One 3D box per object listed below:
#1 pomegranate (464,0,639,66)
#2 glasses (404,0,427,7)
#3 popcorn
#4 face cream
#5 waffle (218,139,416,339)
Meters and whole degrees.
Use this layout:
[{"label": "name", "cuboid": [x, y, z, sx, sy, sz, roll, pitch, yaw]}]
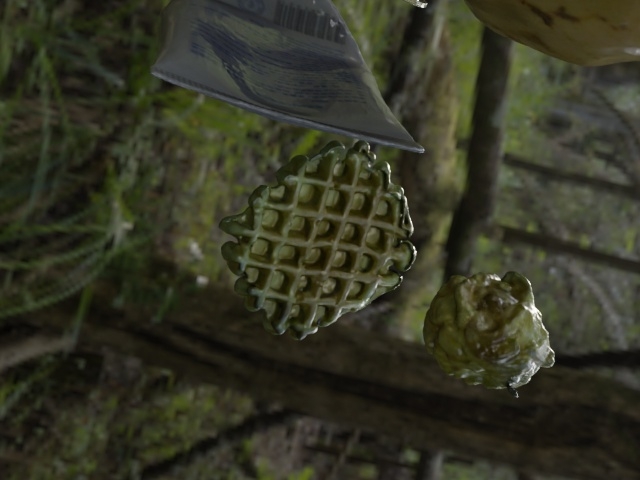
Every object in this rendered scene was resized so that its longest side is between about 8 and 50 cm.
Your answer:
[{"label": "pomegranate", "cuboid": [0.225, -0.300, 1.119, 0.332, 0.333, 0.332, 13, 90, -89]}, {"label": "glasses", "cuboid": [0.135, -0.359, 1.601, 0.088, 0.221, 0.189, 47, 13, -39]}, {"label": "popcorn", "cuboid": [0.217, 0.123, 1.855, 0.142, 0.174, 0.173, -63, 169, -50]}, {"label": "face cream", "cuboid": [-0.045, -0.174, 1.363, 0.420, 0.235, 0.137, -108, -144, -70]}, {"label": "waffle", "cuboid": [0.000, 0.000, 1.334, 0.036, 0.183, 0.169, 36, -27, 59]}]
